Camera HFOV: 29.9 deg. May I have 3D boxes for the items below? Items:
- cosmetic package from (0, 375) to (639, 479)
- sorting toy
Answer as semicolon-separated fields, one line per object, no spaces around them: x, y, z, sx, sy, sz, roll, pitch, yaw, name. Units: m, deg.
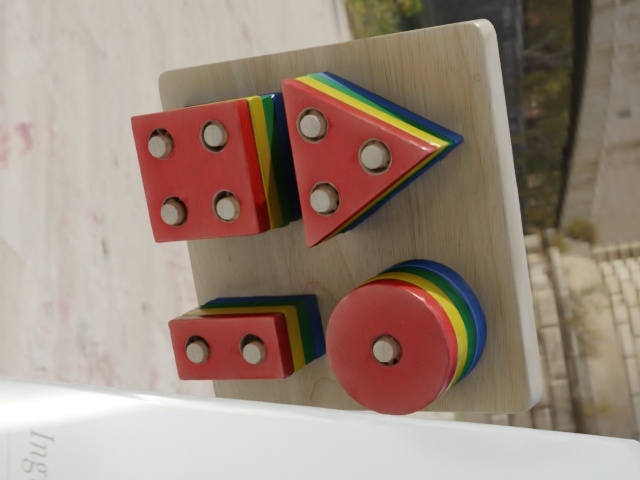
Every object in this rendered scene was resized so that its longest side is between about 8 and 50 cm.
-0.103;0.175;0.427;0.230;0.453;0.162;123;-34;-44;cosmetic package
0.000;0.000;0.808;0.089;0.255;0.257;-24;107;-58;sorting toy
